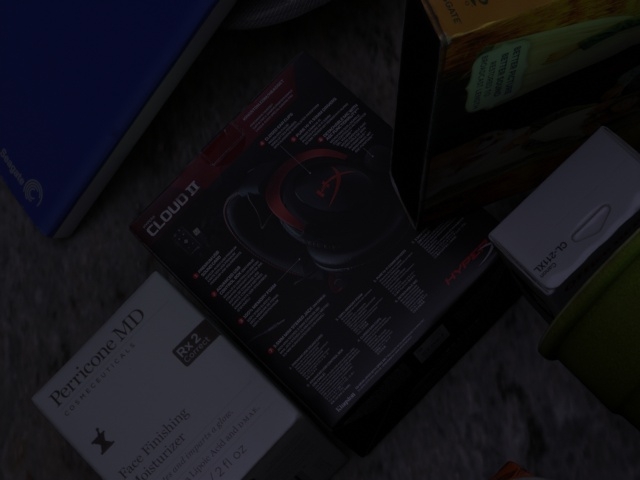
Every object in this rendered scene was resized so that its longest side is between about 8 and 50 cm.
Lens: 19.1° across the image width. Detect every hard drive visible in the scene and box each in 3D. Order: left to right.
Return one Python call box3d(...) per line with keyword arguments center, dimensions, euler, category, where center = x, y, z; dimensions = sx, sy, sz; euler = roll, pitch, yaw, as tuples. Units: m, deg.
box3d(center=(-0.206, -0.187, 1.687), dimensions=(0.210, 0.040, 0.318), euler=(52, 120, 25), category="hard drive")

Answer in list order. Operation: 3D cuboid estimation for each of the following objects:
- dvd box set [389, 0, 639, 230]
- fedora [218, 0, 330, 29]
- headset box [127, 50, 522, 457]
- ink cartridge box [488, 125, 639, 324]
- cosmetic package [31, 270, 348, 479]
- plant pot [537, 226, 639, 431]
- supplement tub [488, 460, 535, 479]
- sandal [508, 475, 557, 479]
box3d(center=(0.258, -0.161, 1.415), dimensions=(0.420, 0.307, 0.062), euler=(-20, 68, -10), category="dvd box set")
box3d(center=(-0.019, -0.294, 1.702), dimensions=(0.275, 0.124, 0.243), euler=(-40, 64, 8), category="fedora")
box3d(center=(0.000, 0.000, 1.602), dimensions=(0.218, 0.110, 0.293), euler=(-46, 66, -3), category="headset box")
box3d(center=(0.215, 0.002, 1.501), dimensions=(0.127, 0.175, 0.072), euler=(-43, 65, -1), category="ink cartridge box")
box3d(center=(-0.105, 0.154, 1.557), dimensions=(0.151, 0.151, 0.184), euler=(-46, 65, -4), category="cosmetic package")
box3d(center=(0.406, 0.091, 1.342), dimensions=(0.366, 0.366, 0.353), euler=(-40, 76, 0), category="plant pot")
box3d(center=(0.100, 0.331, 1.411), dimensions=(0.193, 0.193, 0.316), euler=(38, 86, 24), category="supplement tub")
box3d(center=(0.216, 0.334, 1.226), dimensions=(0.169, 0.102, 0.416), euler=(-23, 70, -28), category="sandal")
